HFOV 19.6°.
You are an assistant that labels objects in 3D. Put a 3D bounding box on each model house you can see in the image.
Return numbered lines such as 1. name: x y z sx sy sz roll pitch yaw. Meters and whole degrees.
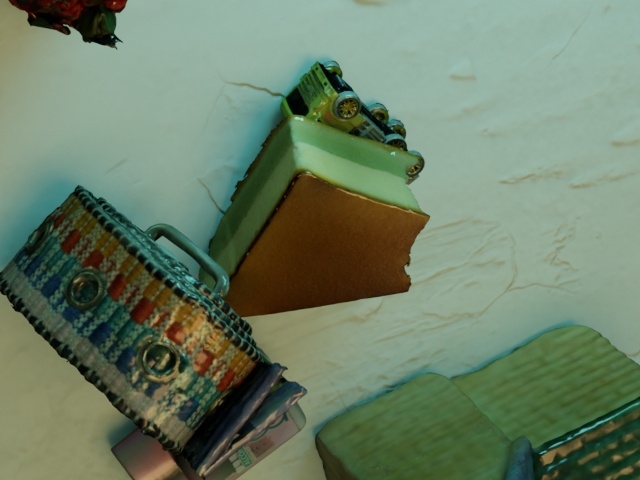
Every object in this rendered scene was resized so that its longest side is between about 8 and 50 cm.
1. model house: 0.251 0.321 2.069 0.382 0.342 0.334 -28 121 -15

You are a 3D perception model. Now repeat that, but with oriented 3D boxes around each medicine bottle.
1. medicine bottle: -0.124 0.196 1.959 0.188 0.094 0.119 -36 126 -9

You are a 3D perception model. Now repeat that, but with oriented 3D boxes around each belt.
1. belt: -0.166 0.069 1.760 0.160 0.295 0.207 -48 139 -4

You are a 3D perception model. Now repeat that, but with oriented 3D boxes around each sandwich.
1. sandwich: 0.000 0.000 1.885 0.186 0.108 0.220 18 128 -24

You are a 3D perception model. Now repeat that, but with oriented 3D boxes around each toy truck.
1. toy truck: 0.027 -0.101 1.918 0.100 0.077 0.169 -42 129 11

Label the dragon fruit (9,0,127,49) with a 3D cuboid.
1. dragon fruit: -0.219 -0.282 1.648 0.182 0.182 0.188 19 116 -33
